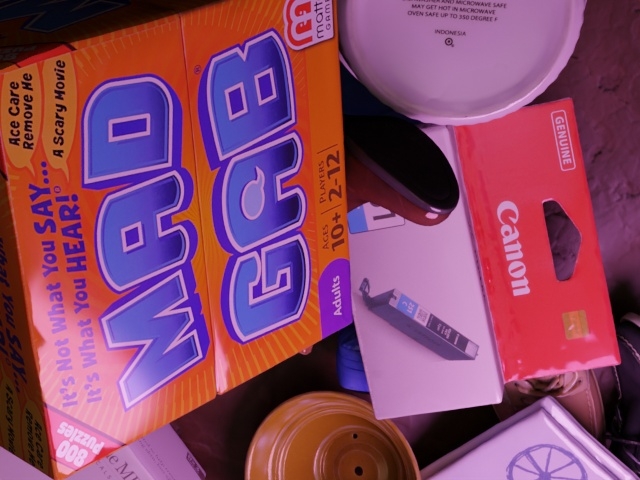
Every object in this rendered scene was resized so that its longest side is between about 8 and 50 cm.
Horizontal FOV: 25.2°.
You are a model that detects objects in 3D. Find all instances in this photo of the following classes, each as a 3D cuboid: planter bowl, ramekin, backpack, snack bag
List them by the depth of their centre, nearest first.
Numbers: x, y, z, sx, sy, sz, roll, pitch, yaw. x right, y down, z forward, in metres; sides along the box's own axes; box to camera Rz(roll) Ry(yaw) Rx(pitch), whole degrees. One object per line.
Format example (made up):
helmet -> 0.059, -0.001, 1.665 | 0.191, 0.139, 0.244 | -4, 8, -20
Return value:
ramekin -> 0.130, -0.233, 1.373 | 0.273, 0.127, 0.272 | 0, 115, 1
backpack -> 0.077, 0.117, 1.597 | 0.120, 0.098, 0.101 | 0, 109, 10
planter bowl -> 0.029, 0.271, 1.631 | 0.217, 0.090, 0.217 | 2, 95, 24
snack bag -> 0.261, 0.358, 1.646 | 0.342, 0.037, 0.323 | 42, 126, -11

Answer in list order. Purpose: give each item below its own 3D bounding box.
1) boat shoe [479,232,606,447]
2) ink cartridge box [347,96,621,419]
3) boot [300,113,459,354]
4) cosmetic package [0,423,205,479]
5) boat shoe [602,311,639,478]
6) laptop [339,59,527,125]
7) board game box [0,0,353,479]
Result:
boat shoe -> 0.233, 0.131, 1.591 | 0.122, 0.110, 0.341 | -22, 106, 7
ink cartridge box -> 0.156, 0.021, 1.477 | 0.261, 0.066, 0.296 | -10, 101, 13
boot -> 0.000, 0.000, 1.417 | 0.264, 0.096, 0.280 | 31, 124, 25
cosmetic package -> -0.345, 0.313, 1.629 | 0.385, 0.156, 0.217 | -35, 102, 11
boat shoe -> 0.378, 0.245, 1.614 | 0.113, 0.127, 0.340 | -29, 115, -10
laptop -> 0.112, -0.186, 1.473 | 0.234, 0.136, 0.264 | 5, 140, -2
board game box -> -0.224, -0.067, 1.308 | 0.356, 0.357, 0.356 | -25, 123, -39
